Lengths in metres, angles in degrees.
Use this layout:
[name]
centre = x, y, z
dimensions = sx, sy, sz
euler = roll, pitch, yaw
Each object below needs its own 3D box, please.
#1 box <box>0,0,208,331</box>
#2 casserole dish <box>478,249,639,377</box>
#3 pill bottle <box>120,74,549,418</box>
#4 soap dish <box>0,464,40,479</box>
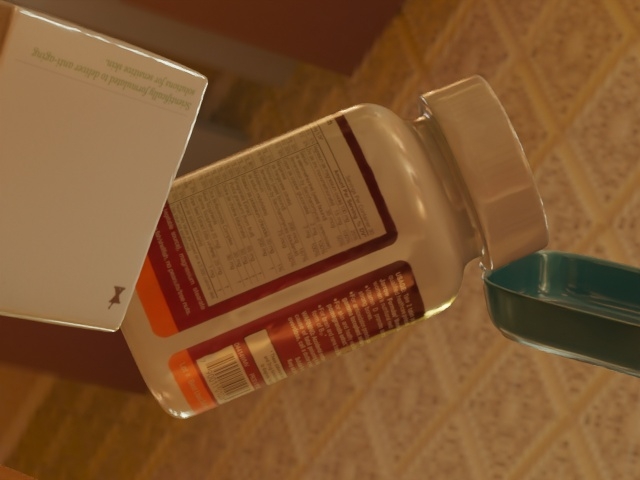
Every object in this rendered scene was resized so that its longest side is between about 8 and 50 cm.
[box]
centre = -0.114, -0.032, 0.580
dimensions = 0.087, 0.101, 0.102
euler = 24, -85, 36
[casserole dish]
centre = 0.177, 0.046, 0.946
dimensions = 0.188, 0.114, 0.037
euler = 14, -73, 27
[pill bottle]
centre = 0.000, 0.000, 0.891
dimensions = 0.121, 0.221, 0.121
euler = 157, -90, -88
[soap dish]
centre = -0.103, 0.178, 0.542
dimensions = 0.229, 0.291, 0.118
euler = 17, -127, 25
